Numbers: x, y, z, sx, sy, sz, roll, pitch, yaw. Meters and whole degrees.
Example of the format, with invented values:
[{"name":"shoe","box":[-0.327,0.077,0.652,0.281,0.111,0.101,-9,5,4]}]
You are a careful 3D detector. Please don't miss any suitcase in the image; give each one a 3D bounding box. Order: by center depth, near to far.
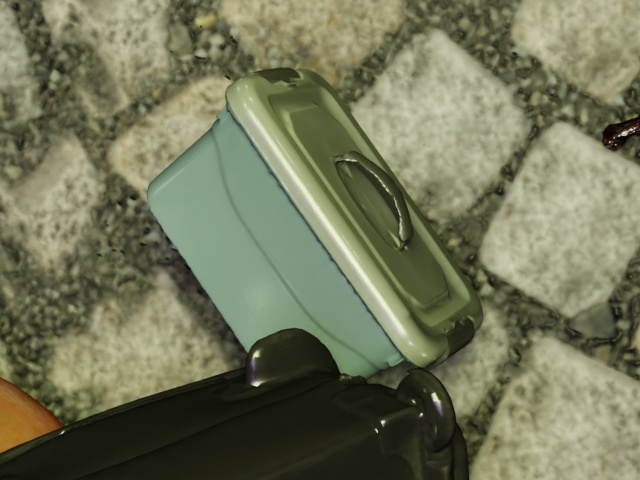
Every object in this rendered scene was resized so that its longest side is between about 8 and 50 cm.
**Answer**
[{"name":"suitcase","box":[-0.071,0.254,1.090,0.188,0.345,0.339,13,117,52]}]

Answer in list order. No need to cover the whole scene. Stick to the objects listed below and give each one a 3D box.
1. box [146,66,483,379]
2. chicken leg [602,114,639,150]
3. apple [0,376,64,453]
[{"name":"box","box":[0.000,0.000,1.261,0.130,0.162,0.227,-37,85,20]},{"name":"chicken leg","box":[0.251,-0.110,1.270,0.062,0.037,0.145,41,98,29]},{"name":"apple","box":[-0.318,0.248,1.236,0.364,0.364,0.364,0,91,10]}]
